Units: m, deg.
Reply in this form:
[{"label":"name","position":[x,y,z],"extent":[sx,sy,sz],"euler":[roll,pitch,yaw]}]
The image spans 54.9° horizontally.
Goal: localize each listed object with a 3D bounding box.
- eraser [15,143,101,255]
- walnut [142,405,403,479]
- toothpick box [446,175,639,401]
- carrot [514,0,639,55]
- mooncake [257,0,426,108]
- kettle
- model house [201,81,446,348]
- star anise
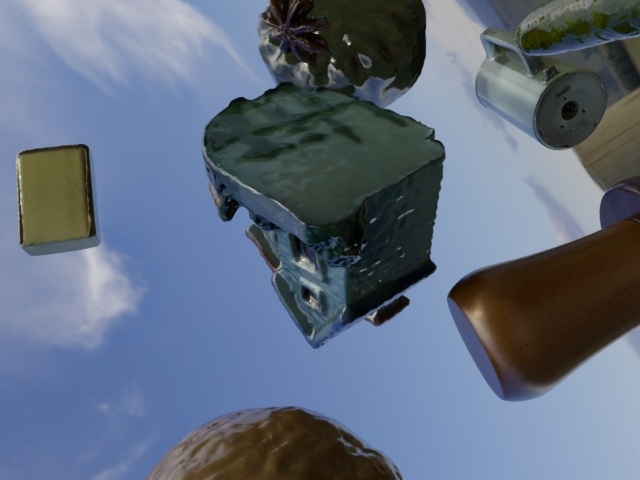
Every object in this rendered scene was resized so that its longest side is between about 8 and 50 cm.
[{"label":"eraser","position":[-0.425,-0.067,1.002],"extent":[0.058,0.117,0.172],"euler":[101,158,-69]},{"label":"walnut","position":[-0.048,0.318,0.593],"extent":[0.333,0.333,0.332],"euler":[39,-149,-29]},{"label":"toothpick box","position":[0.302,0.055,0.683],"extent":[0.192,0.295,0.192],"euler":[64,180,1]},{"label":"carrot","position":[0.269,-0.192,0.450],"extent":[0.074,0.359,0.074],"euler":[0,-91,-24]},{"label":"mooncake","position":[0.048,-0.438,1.315],"extent":[0.194,0.357,0.356],"euler":[62,-174,-63]},{"label":"kettle","position":[0.544,-0.398,1.614],"extent":[0.265,0.205,0.318],"euler":[17,-156,-25]},{"label":"model house","position":[0.000,0.000,0.831],"extent":[0.295,0.329,0.252],"euler":[30,-129,35]},{"label":"star anise","position":[-0.046,-0.386,1.116],"extent":[0.168,0.168,0.057],"euler":[44,-115,-21]}]
